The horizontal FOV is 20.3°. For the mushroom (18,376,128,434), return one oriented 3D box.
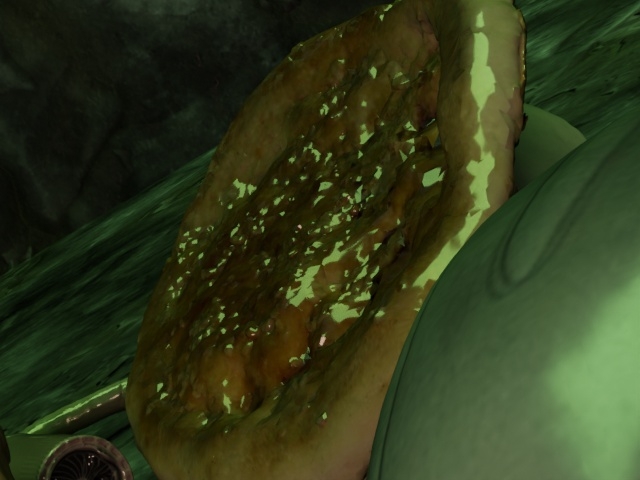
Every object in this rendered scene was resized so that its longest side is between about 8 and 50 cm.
[{"bbox_3d":[-0.079,0.077,1.070,0.306,0.043,0.068,-29,26,8],"label":"mushroom"}]

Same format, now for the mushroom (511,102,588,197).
[{"bbox_3d":[0.020,0.015,0.889,0.270,0.103,0.118,-34,12,37],"label":"mushroom"}]

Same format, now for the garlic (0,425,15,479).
[{"bbox_3d":[-0.239,0.136,0.839,0.338,0.196,0.151,-27,-16,22],"label":"garlic"}]

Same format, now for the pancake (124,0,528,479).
[{"bbox_3d":[0.001,0.000,0.768,0.282,0.049,0.282,-44,27,30],"label":"pancake"}]

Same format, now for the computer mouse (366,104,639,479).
[{"bbox_3d":[0.125,0.009,0.484,0.188,0.122,0.371,-23,8,41],"label":"computer mouse"}]

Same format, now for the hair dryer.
[{"bbox_3d":[-0.217,0.174,0.918,0.220,0.053,0.195,-36,10,-27],"label":"hair dryer"}]
